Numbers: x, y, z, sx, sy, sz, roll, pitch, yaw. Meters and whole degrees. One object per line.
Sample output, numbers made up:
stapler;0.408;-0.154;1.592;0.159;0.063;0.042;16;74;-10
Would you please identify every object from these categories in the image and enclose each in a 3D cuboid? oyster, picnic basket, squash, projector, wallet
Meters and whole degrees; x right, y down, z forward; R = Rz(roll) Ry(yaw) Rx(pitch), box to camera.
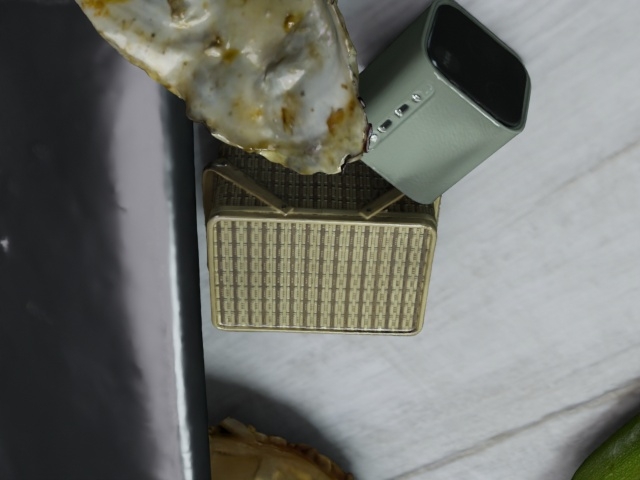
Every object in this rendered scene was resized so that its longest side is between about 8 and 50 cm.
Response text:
oyster;-0.078;-0.154;0.606;0.166;0.094;0.294;-33;93;18
picnic basket;0.000;0.000;0.738;0.164;0.079;0.115;2;132;-1
squash;0.261;0.163;0.827;0.066;0.066;0.252;29;132;-9
projector;0.071;-0.085;0.660;0.083;0.083;0.082;37;130;-15
wallet;-0.186;0.022;0.757;0.229;0.062;0.405;7;112;17

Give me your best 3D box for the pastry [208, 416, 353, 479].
pastry;-0.077;0.290;0.959;0.285;0.184;0.315;-11;118;16
